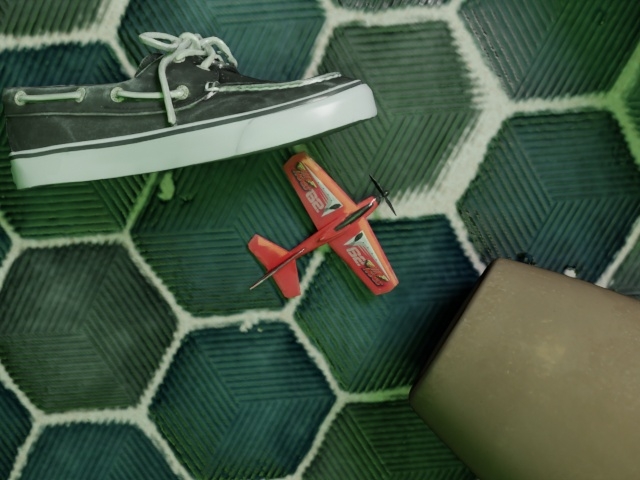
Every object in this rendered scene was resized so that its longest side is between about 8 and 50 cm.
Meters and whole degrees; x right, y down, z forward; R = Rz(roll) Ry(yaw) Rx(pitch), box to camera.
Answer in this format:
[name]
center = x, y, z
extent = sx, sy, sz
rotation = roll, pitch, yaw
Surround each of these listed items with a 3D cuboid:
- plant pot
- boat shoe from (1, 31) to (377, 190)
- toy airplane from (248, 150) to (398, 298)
[plant pot]
center = 0.207, 0.130, 0.637
extent = 0.229, 0.263, 0.263
rotation = 33, 102, 9
[boat shoe]
center = -0.111, -0.113, 0.621
extent = 0.306, 0.113, 0.105
rotation = -7, 99, 17
[toy airplane]
center = 0.000, 0.000, 0.692
extent = 0.151, 0.028, 0.151
rotation = 0, 103, 0
